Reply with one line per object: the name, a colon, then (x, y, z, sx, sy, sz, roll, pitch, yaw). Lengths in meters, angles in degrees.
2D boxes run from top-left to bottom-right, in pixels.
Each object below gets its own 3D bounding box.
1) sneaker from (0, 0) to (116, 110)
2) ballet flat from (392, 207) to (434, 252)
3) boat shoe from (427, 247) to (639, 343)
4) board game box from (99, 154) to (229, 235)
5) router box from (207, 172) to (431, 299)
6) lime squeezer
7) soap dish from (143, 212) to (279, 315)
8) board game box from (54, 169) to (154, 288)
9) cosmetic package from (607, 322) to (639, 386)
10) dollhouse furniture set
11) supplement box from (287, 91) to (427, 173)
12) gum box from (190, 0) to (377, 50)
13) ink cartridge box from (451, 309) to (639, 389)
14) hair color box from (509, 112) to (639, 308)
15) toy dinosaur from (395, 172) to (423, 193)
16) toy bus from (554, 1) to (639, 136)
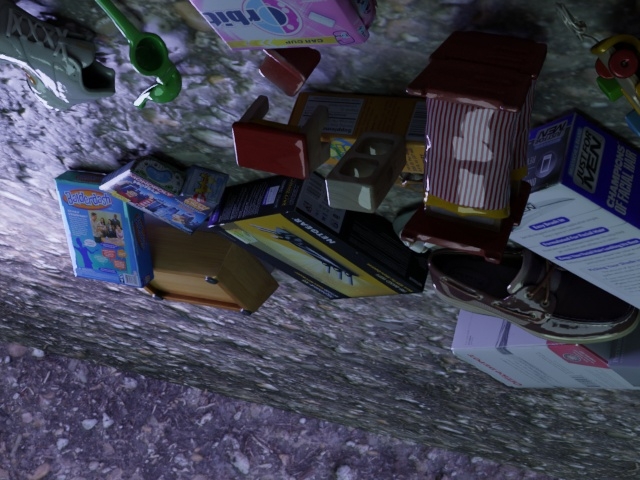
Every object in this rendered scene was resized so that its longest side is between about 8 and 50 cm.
sneaker: (-0.371, -0.266, 1.289, 0.121, 0.099, 0.262, -2, 160, 26)
ballet flat: (0.162, -0.016, 1.504, 0.072, 0.068, 0.213, 23, 159, -14)
boat shoe: (0.332, 0.072, 1.530, 0.342, 0.123, 0.123, 15, 161, 24)
board game box: (-0.252, -0.090, 1.659, 0.194, 0.060, 0.194, 29, 155, -27)
router box: (0.000, 0.000, 1.654, 0.309, 0.081, 0.243, 32, 155, -33)
lime squeezer: (-0.238, -0.247, 1.292, 0.110, 0.059, 0.310, 45, 168, 20)
soap dish: (-0.257, 0.049, 1.928, 0.291, 0.118, 0.229, 7, 156, 24)
board game box: (-0.404, -0.021, 1.810, 0.160, 0.047, 0.210, 9, 121, 23)
cosmetic package: (0.594, 0.165, 1.540, 0.238, 0.127, 0.107, -6, 150, 42)
dollhouse furniture set: (0.056, -0.129, 1.098, 0.374, 0.152, 0.201, 12, 129, 21)
supplement box: (0.077, -0.139, 1.254, 0.234, 0.080, 0.078, 9, 155, 26)
gum box: (-0.039, -0.265, 1.047, 0.189, 0.062, 0.107, 4, 155, 31)
ink cartridge box: (0.409, 0.179, 1.728, 0.207, 0.117, 0.283, 32, 155, -33)
hair color box: (0.381, -0.025, 1.258, 0.339, 0.110, 0.185, 25, 159, -23)
toy dinosaur: (0.083, -0.107, 1.349, 0.212, 0.064, 0.112, 27, 158, -22)
toy bus: (0.348, -0.160, 0.945, 0.104, 0.191, 0.202, -38, 138, 11)
